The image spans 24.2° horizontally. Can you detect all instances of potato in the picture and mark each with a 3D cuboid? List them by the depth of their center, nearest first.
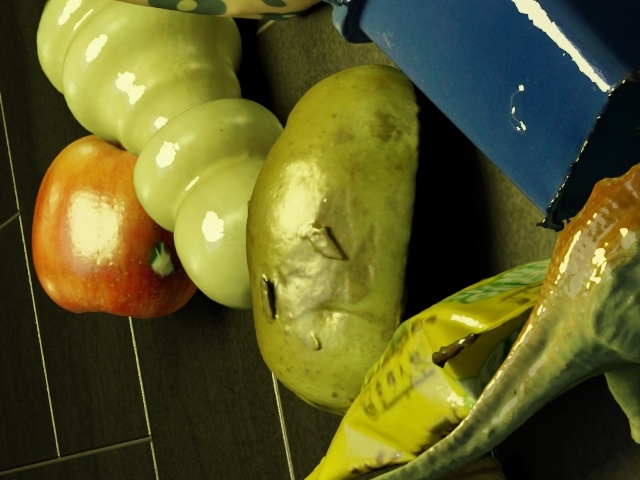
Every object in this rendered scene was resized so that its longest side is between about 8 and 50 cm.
[{"bbox_3d":[0.000,0.000,1.107,0.160,0.111,0.272,-158,76,-81],"label":"potato"}]

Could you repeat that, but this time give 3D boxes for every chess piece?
[{"bbox_3d":[-0.104,-0.085,1.298,0.330,0.182,0.182,58,142,29],"label":"chess piece"}]

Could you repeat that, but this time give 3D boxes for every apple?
[{"bbox_3d":[-0.192,-0.017,1.464,0.199,0.199,0.199,20,113,58],"label":"apple"}]

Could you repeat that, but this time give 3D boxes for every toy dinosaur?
[{"bbox_3d":[0.164,0.056,0.785,0.092,0.393,0.205,-87,-26,-59],"label":"toy dinosaur"}]

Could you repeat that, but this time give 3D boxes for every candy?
[{"bbox_3d":[0.086,0.083,0.969,0.081,0.187,0.297,56,144,8],"label":"candy"}]

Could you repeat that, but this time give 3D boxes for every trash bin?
[{"bbox_3d":[0.120,-0.132,0.873,0.234,0.184,0.162,56,143,31],"label":"trash bin"}]

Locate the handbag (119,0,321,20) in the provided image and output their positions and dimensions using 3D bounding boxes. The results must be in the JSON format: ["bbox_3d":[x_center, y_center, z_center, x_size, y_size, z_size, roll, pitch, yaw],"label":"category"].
[{"bbox_3d":[-0.069,-0.276,1.155,0.251,0.193,0.190,-18,76,60],"label":"handbag"}]

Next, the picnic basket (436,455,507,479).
[{"bbox_3d":[0.026,0.304,1.076,0.175,0.228,0.313,61,145,30],"label":"picnic basket"}]
